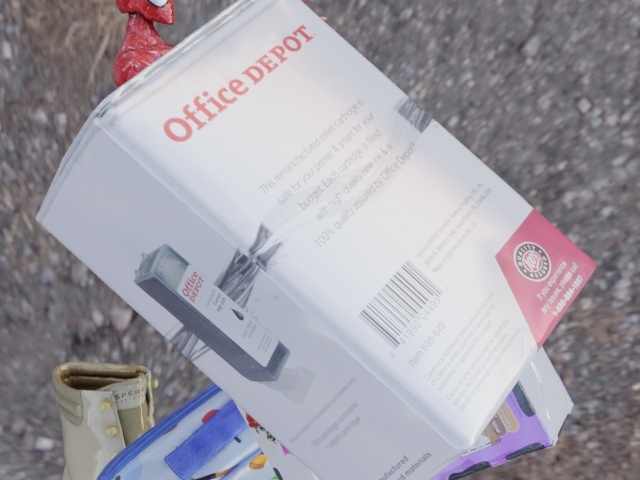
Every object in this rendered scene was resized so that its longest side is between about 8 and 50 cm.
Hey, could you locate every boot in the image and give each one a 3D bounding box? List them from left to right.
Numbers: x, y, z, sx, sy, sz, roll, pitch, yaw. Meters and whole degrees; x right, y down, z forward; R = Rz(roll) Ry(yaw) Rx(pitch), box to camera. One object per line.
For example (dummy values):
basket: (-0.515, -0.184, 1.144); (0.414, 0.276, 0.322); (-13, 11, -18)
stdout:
boot: (-0.176, 0.238, 1.517); (0.095, 0.262, 0.203); (-17, 114, -44)

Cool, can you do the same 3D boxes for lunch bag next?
lunch bag: (-0.058, 0.203, 1.358); (0.303, 0.243, 0.115); (-38, 56, -22)

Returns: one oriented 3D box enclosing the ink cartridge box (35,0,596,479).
ink cartridge box: (0.000, 0.000, 0.715); (0.218, 0.092, 0.158); (43, 44, 1)

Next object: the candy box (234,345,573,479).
candy box: (0.041, 0.086, 1.004); (0.196, 0.070, 0.164); (-25, 97, 27)

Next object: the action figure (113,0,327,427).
action figure: (-0.033, -0.045, 0.907); (0.139, 0.091, 0.280); (-23, 96, 6)
